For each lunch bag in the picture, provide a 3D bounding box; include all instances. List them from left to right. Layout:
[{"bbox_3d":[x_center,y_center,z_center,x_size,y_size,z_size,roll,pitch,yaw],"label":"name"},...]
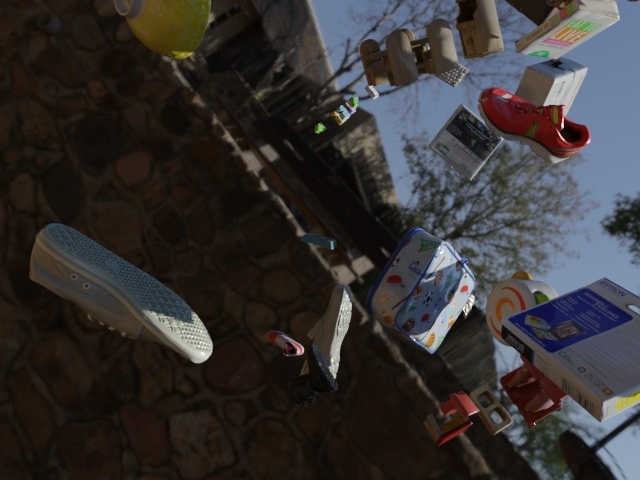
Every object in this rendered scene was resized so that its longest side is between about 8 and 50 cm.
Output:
[{"bbox_3d":[0.239,0.115,1.468,0.115,0.243,0.303,27,-9,35],"label":"lunch bag"}]

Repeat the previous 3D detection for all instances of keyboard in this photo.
[{"bbox_3d":[0.331,-0.550,1.948,0.256,0.072,0.014,24,45,-22],"label":"keyboard"}]

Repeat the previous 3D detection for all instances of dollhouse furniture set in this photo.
[{"bbox_3d":[0.197,-0.399,1.206,0.212,0.242,0.161,-123,-165,-74],"label":"dollhouse furniture set"},{"bbox_3d":[0.473,0.425,1.662,0.152,0.374,0.201,57,-19,27],"label":"dollhouse furniture set"}]

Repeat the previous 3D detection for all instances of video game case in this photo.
[{"bbox_3d":[0.477,-0.322,2.114,0.190,0.173,0.022,35,8,-16],"label":"video game case"}]

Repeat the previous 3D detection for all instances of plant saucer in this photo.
[{"bbox_3d":[0.000,0.000,1.348,0.067,0.018,0.192,16,3,4],"label":"plant saucer"}]

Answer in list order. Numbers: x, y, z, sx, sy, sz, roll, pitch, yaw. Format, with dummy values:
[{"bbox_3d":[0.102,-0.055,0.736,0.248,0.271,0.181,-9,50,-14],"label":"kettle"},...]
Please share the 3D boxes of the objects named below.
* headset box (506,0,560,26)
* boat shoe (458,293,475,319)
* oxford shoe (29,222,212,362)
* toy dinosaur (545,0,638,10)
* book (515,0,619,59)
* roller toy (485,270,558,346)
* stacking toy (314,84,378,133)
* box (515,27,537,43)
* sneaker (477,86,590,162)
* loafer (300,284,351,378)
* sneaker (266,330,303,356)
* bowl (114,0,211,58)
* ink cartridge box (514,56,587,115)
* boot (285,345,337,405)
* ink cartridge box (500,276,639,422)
[{"bbox_3d":[0.522,-0.593,1.508,0.293,0.110,0.218,-12,55,-45],"label":"headset box"},{"bbox_3d":[0.365,0.159,1.950,0.257,0.095,0.095,31,-22,-21],"label":"boat shoe"},{"bbox_3d":[-0.437,0.136,1.408,0.449,0.130,0.169,35,12,-9],"label":"oxford shoe"},{"bbox_3d":[0.564,-0.500,1.127,0.200,0.296,0.127,16,30,-33],"label":"toy dinosaur"},{"bbox_3d":[0.423,-0.365,1.113,0.144,0.096,0.035,-30,-115,61],"label":"book"},{"bbox_3d":[0.581,0.205,1.831,0.146,0.191,0.209,5,25,-28],"label":"roller toy"},{"bbox_3d":[0.084,-0.413,2.052,0.052,0.167,0.221,52,32,-7],"label":"stacking toy"},{"bbox_3d":[0.665,-0.605,1.853,0.043,0.179,0.105,62,-6,-16],"label":"box"},{"bbox_3d":[0.468,-0.269,1.394,0.279,0.107,0.118,20,-22,-21],"label":"sneaker"},{"bbox_3d":[0.013,0.281,1.924,0.111,0.319,0.112,16,2,22],"label":"loafer"},{"bbox_3d":[-0.107,0.292,1.826,0.118,0.042,0.067,25,2,13],"label":"sneaker"},{"bbox_3d":[-0.406,-0.593,1.562,0.289,0.156,0.289,10,-77,47],"label":"bowl"},{"bbox_3d":[0.598,-0.389,1.698,0.087,0.208,0.153,38,-49,28],"label":"ink cartridge box"},{"bbox_3d":[-0.030,0.292,1.381,0.121,0.099,0.045,63,17,-16],"label":"boot"},{"bbox_3d":[0.606,0.218,1.382,0.303,0.307,0.072,-135,-146,-55],"label":"ink cartridge box"}]
